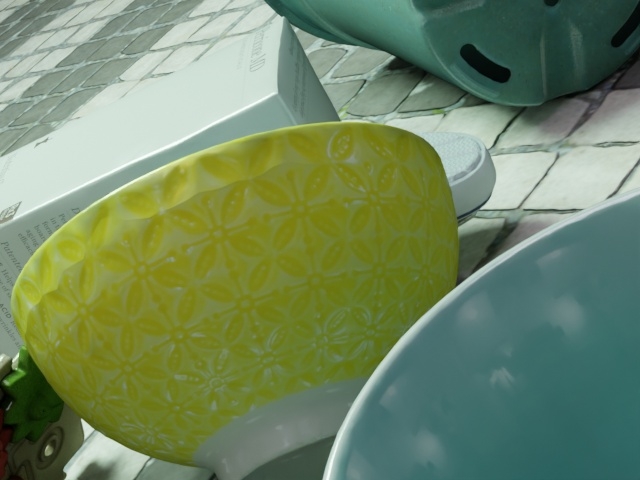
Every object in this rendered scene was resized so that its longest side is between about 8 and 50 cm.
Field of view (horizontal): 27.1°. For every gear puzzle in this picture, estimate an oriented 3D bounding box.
[{"bbox_3d":[-0.203,0.151,0.922,0.044,0.175,0.339,21,49,19],"label":"gear puzzle"}]

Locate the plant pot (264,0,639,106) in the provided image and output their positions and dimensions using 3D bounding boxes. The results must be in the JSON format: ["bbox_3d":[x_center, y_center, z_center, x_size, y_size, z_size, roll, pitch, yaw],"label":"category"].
[{"bbox_3d":[0.128,-0.291,1.193,0.341,0.341,0.334,-34,34,-6],"label":"plant pot"}]

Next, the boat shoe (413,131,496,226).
[{"bbox_3d":[0.000,0.000,1.029,0.302,0.094,0.109,-17,32,22],"label":"boat shoe"}]

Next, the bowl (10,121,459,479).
[{"bbox_3d":[-0.031,0.069,0.828,0.289,0.289,0.156,-25,69,11],"label":"bowl"}]

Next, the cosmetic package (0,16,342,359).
[{"bbox_3d":[-0.166,-0.027,1.187,0.385,0.156,0.217,-27,24,10],"label":"cosmetic package"}]

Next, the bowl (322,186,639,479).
[{"bbox_3d":[0.172,0.116,0.552,0.311,0.163,0.311,-25,26,13],"label":"bowl"}]
